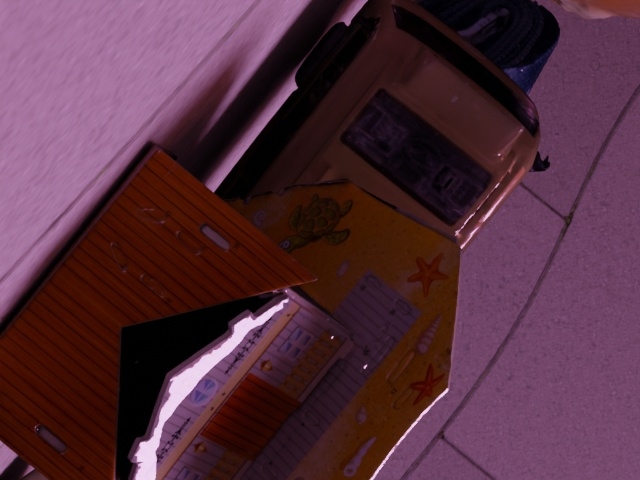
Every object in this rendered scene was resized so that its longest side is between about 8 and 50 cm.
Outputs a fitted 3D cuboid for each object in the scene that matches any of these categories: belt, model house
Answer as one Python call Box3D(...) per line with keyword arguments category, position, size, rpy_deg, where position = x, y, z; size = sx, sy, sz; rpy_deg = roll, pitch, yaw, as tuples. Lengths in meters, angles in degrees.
Box3D(category="belt", position=(0.117, -0.137, 1.361), size=(0.218, 0.122, 0.128), rpy_deg=(-39, 157, -58))
Box3D(category="model house", position=(-0.062, 0.035, 0.766), size=(0.219, 0.207, 0.136), rpy_deg=(-50, 141, 3))

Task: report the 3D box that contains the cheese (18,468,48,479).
Box3D(category="cheese", position=(-0.284, 0.345, 1.209), size=(0.351, 0.130, 0.328), rpy_deg=(-50, 177, -31))

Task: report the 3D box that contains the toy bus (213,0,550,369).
Box3D(category="toy bus", position=(0.000, 0.000, 0.928), size=(0.289, 0.139, 0.157), rpy_deg=(-50, -169, 6))

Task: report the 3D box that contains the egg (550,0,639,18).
Box3D(category="egg", position=(0.148, -0.184, 0.582), size=(0.245, 0.203, 0.203), rpy_deg=(-44, -177, 43))
